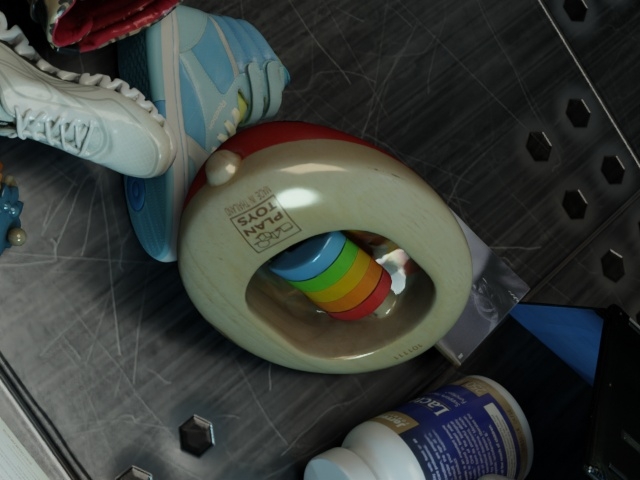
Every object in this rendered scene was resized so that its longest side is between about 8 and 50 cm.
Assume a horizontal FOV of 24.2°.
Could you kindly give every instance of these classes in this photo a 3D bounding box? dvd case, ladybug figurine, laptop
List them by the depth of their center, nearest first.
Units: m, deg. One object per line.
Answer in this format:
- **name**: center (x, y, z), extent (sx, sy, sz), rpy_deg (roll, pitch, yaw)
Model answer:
- **ladybug figurine**: center (0.000, 0.000, 1.721), extent (0.449, 0.305, 0.162), rpy_deg (46, 21, -50)
- **laptop**: center (0.400, 0.278, 1.871), extent (0.382, 0.236, 0.408), rpy_deg (40, 41, -18)
- **dvd case**: center (0.148, 0.035, 1.938), extent (0.221, 0.018, 0.164), rpy_deg (45, 58, 4)

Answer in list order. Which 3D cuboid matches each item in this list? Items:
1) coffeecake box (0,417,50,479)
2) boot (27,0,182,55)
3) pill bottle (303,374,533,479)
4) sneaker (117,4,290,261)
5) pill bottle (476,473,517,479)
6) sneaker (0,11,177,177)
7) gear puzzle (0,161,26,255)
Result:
- **coffeecake box**: center (-0.389, 0.271, 1.548), extent (0.185, 0.068, 0.142), rpy_deg (-43, 104, -32)
- **boot**: center (-0.349, -0.332, 1.622), extent (0.377, 0.138, 0.284), rpy_deg (-20, 63, -40)
- **pill bottle**: center (0.119, 0.275, 1.818), extent (0.265, 0.153, 0.153), rpy_deg (-20, 90, -35)
- **sneaker**: center (-0.124, -0.132, 1.779), extent (0.208, 0.127, 0.319), rpy_deg (2, 81, -33)
- **pill bottle**: center (0.199, 0.474, 1.728), extent (0.210, 0.210, 0.363), rpy_deg (25, 93, -25)
- **sneaker**: center (-0.298, -0.141, 1.633), extent (0.292, 0.110, 0.118), rpy_deg (28, 35, -1)
- **gear puzzle**: center (-0.375, -0.055, 1.512), extent (0.044, 0.339, 0.175), rpy_deg (15, 63, 17)
